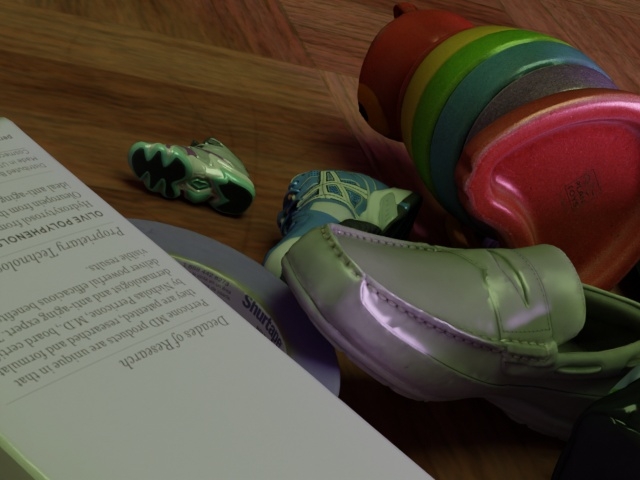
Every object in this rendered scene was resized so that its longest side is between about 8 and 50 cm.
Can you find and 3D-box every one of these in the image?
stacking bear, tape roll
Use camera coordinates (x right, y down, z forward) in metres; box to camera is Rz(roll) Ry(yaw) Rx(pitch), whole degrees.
[{"bbox_3d":[0.125,-0.091,1.032,0.164,0.175,0.289,-32,37,-8],"label":"stacking bear"},{"bbox_3d":[-0.090,0.075,0.748,0.189,0.080,0.189,20,31,-13],"label":"tape roll"}]

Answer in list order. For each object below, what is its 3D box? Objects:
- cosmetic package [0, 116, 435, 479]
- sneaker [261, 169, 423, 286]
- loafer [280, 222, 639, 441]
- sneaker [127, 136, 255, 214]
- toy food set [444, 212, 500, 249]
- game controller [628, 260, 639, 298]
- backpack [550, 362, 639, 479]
[{"bbox_3d":[-0.085,0.138,0.542,0.365,0.197,0.155,39,32,17],"label":"cosmetic package"},{"bbox_3d":[0.000,0.000,0.946,0.081,0.080,0.211,27,20,13],"label":"sneaker"},{"bbox_3d":[0.106,0.043,0.841,0.319,0.111,0.112,20,29,-46],"label":"loafer"},{"bbox_3d":[-0.096,-0.058,0.993,0.098,0.038,0.069,24,27,-23],"label":"sneaker"},{"bbox_3d":[0.171,-0.012,1.089,0.128,0.071,0.218,14,32,-21],"label":"toy food set"},{"bbox_3d":[0.328,0.029,1.175,0.166,0.067,0.319,29,27,-25],"label":"game controller"},{"bbox_3d":[0.329,0.130,0.852,0.290,0.273,0.355,32,52,14],"label":"backpack"}]
